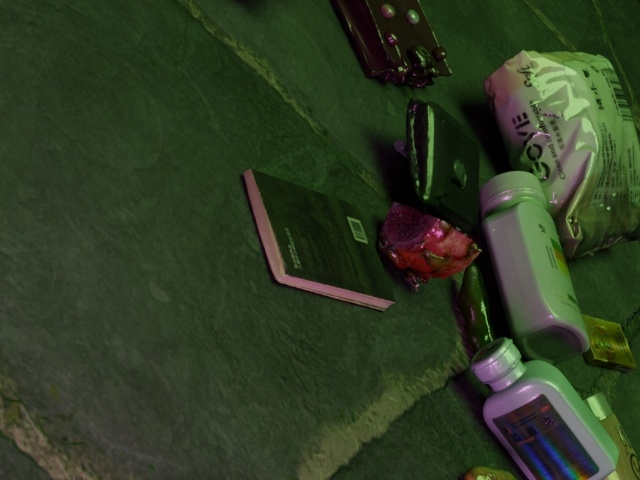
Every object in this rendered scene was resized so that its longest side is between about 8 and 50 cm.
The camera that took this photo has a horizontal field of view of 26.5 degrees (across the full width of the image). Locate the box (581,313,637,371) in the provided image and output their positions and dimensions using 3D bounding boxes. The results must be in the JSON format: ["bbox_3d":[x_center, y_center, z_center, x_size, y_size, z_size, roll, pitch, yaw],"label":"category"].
[{"bbox_3d":[0.479,0.174,2.295,0.156,0.022,0.089,18,47,-49],"label":"box"}]

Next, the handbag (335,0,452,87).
[{"bbox_3d":[0.116,-0.351,2.209,0.203,0.074,0.216,0,61,-56],"label":"handbag"}]

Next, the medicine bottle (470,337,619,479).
[{"bbox_3d":[0.295,0.238,1.847,0.229,0.121,0.083,53,30,-6],"label":"medicine bottle"}]

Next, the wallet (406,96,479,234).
[{"bbox_3d":[0.197,-0.109,2.055,0.245,0.052,0.168,24,61,-61],"label":"wallet"}]

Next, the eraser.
[{"bbox_3d":[0.429,0.369,1.963,0.171,0.087,0.290,-7,68,-61],"label":"eraser"}]

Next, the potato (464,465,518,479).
[{"bbox_3d":[0.217,0.312,1.738,0.092,0.046,0.045,12,65,-38],"label":"potato"}]

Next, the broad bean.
[{"bbox_3d":[0.230,0.124,1.940,0.061,0.046,0.195,22,48,-63],"label":"broad bean"}]

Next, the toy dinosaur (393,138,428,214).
[{"bbox_3d":[0.168,-0.110,2.087,0.106,0.044,0.187,12,57,-55],"label":"toy dinosaur"}]

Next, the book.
[{"bbox_3d":[0.000,0.000,1.734,0.228,0.024,0.160,17,47,-50],"label":"book"}]

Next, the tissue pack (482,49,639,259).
[{"bbox_3d":[0.455,-0.160,2.417,0.390,0.195,0.375,-6,73,-58],"label":"tissue pack"}]

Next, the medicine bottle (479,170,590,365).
[{"bbox_3d":[0.326,0.038,2.106,0.161,0.111,0.296,41,29,-46],"label":"medicine bottle"}]

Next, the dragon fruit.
[{"bbox_3d":[0.136,0.012,1.862,0.102,0.096,0.147,39,-10,-36],"label":"dragon fruit"}]
